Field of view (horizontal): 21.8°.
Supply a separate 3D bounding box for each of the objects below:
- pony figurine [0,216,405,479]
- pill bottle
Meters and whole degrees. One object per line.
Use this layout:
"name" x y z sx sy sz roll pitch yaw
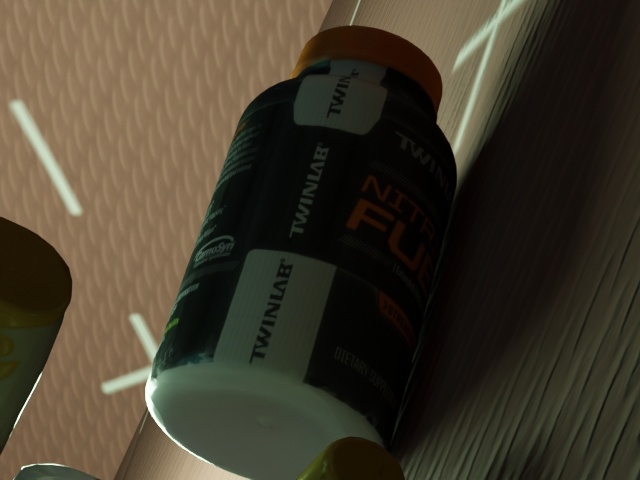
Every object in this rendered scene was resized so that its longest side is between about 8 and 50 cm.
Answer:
"pony figurine" -0.134 0.180 0.774 0.363 0.351 0.303 -36 31 39
"pill bottle" 0.000 0.000 0.905 0.130 0.130 0.246 125 165 -57
